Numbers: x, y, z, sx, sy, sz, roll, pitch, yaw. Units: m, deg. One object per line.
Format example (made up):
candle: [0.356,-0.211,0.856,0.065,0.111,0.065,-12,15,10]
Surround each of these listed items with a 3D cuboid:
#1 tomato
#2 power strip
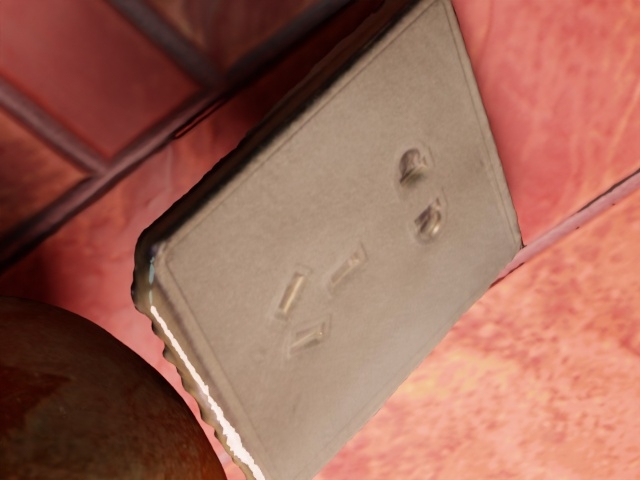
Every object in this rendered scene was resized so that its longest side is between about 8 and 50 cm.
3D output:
tomato: [-0.182,0.145,0.676,0.270,0.222,0.270,-20,130,-25]
power strip: [0.000,0.000,0.699,0.213,0.064,0.198,-44,139,-21]
